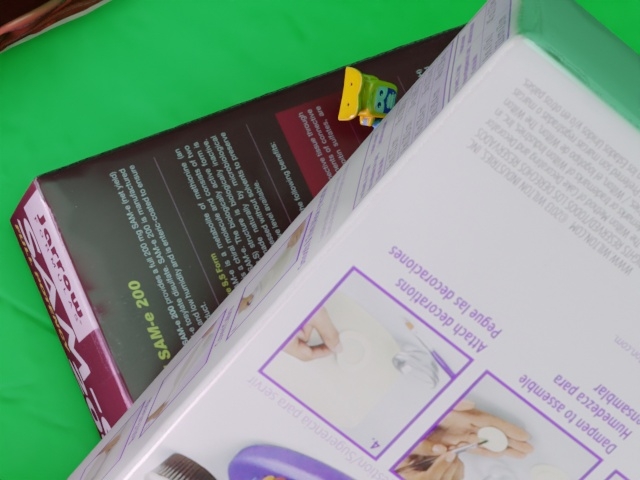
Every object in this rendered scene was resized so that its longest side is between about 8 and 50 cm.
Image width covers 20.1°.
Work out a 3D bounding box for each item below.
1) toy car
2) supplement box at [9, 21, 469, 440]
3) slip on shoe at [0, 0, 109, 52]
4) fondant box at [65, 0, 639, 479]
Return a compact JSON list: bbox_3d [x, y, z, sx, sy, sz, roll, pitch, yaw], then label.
[{"bbox_3d":[0.045,-0.014,0.748,0.040,0.060,0.122,4,81,-51],"label":"toy car"},{"bbox_3d":[0.000,0.000,0.797,0.239,0.073,0.130,-21,83,-23],"label":"supplement box"},{"bbox_3d":[-0.190,-0.097,0.747,0.331,0.101,0.123,-35,90,-22],"label":"slip on shoe"},{"bbox_3d":[0.056,0.103,0.658,0.238,0.096,0.330,38,111,-10],"label":"fondant box"}]
